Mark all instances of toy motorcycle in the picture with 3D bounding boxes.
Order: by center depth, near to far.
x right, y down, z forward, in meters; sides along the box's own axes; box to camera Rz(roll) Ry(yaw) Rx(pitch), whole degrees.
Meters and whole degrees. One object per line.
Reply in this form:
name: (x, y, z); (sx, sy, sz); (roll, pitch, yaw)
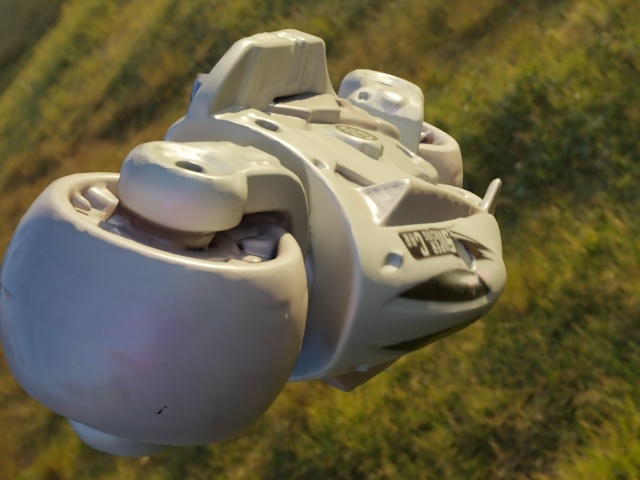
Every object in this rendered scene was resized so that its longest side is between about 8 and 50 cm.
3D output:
toy motorcycle: (0.000, 0.000, 0.427); (0.112, 0.112, 0.254); (-43, -2, 20)
